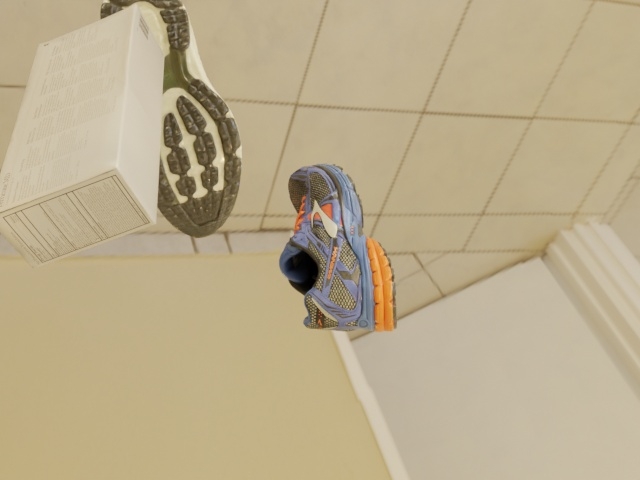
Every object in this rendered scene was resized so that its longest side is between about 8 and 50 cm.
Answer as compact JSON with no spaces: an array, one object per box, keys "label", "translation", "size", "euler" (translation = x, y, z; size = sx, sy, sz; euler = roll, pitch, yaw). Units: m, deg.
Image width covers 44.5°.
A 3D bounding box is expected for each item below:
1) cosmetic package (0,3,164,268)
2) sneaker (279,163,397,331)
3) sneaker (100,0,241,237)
[{"label":"cosmetic package","translation":[-0.179,-0.090,0.609],"size":[0.099,0.239,0.060],"euler":[-18,132,8]},{"label":"sneaker","translation":[0.000,0.000,0.726],"size":[0.087,0.221,0.083],"euler":[-10,128,-11]},{"label":"sneaker","translation":[-0.221,-0.194,1.232],"size":[0.158,0.410,0.182],"euler":[-15,169,-7]}]
